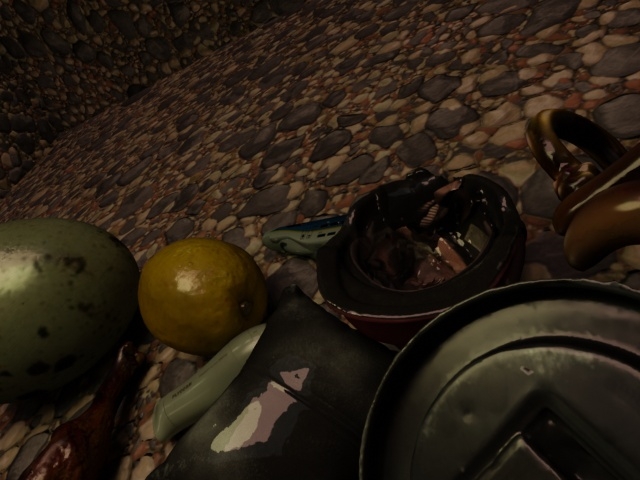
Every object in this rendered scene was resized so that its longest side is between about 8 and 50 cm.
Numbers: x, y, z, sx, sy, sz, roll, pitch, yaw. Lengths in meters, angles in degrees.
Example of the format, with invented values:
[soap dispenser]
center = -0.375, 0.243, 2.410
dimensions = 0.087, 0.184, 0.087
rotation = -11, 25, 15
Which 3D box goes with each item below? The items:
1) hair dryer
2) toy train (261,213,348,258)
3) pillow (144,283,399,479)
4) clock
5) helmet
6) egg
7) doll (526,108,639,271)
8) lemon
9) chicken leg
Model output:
[hair dryer]
center = -0.105, 0.229, 0.584
dimensions = 0.206, 0.075, 0.237
rotation = -36, 40, 11
[toy train]
center = 0.000, 0.000, 0.774
dimensions = 0.234, 0.052, 0.051
rotation = -9, 45, 34
[pillow]
center = -0.023, 0.178, 0.498
dimensions = 0.186, 0.106, 0.249
rotation = 28, 63, 16
[clock]
center = 0.153, 0.163, 0.321
dimensions = 0.281, 0.055, 0.280
rotation = -14, 66, 35
[helmet]
center = 0.109, 0.033, 0.534
dimensions = 0.199, 0.154, 0.253
rotation = -5, 38, 20
[egg]
center = -0.478, 0.109, 0.849
dimensions = 0.380, 0.287, 0.287
rotation = -20, 33, -2
[doll]
center = 0.328, -0.029, 0.418
dimensions = 0.318, 0.209, 0.339
rotation = 19, 56, 13
[lemon]
center = -0.165, 0.076, 0.722
dimensions = 0.207, 0.170, 0.170
rotation = 10, 53, 50
[chicken leg]
center = -0.331, 0.299, 0.660
dimensions = 0.158, 0.096, 0.406
rotation = -30, 25, 46
